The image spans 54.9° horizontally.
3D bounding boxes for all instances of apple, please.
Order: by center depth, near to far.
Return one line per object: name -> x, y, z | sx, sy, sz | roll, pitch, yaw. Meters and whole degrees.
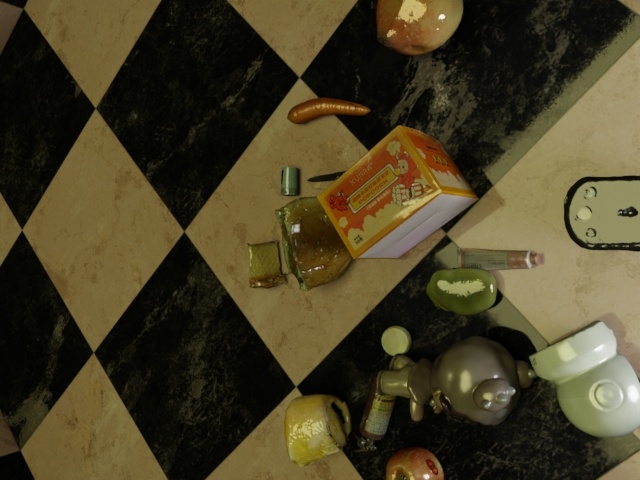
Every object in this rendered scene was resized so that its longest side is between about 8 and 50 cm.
apple -> 0.240, 0.614, 1.605 | 0.147, 0.131, 0.146 | -2, 86, 37

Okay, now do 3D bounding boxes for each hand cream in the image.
hand cream -> 0.439, 0.048, 1.536 | 0.210, 0.043, 0.067 | -3, 94, 37

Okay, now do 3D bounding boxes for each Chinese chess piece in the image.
Chinese chess piece -> 0.208, 0.275, 1.682 | 0.084, 0.034, 0.084 | -1, 88, 30

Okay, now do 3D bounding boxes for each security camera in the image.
security camera -> 0.596, 0.315, 1.346 | 0.195, 0.195, 0.236 | -37, 69, 27

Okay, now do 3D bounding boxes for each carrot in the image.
carrot -> 0.017, -0.384, 1.789 | 0.271, 0.062, 0.066 | -5, 55, 28

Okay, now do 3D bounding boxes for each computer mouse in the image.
computer mouse -> 0.680, -0.059, 1.348 | 0.270, 0.100, 0.170 | 2, 94, 28

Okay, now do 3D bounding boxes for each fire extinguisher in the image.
fire extinguisher -> 0.150, 0.491, 1.710 | 0.075, 0.106, 0.251 | 13, 100, -8

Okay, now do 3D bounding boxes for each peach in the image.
peach -> 0.236, -0.573, 1.558 | 0.233, 0.233, 0.232 | 0, 90, 32

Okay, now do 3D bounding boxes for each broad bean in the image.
broad bean -> 0.355, 0.127, 1.560 | 0.175, 0.082, 0.124 | 9, 104, 31

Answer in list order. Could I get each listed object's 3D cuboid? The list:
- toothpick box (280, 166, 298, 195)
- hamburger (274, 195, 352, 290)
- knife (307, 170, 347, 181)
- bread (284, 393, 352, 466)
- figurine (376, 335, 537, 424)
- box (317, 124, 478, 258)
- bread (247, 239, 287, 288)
toothpick box -> -0.093, -0.177, 1.858 | 0.052, 0.052, 0.083 | 1, 89, 32
hamburger -> 0.000, 0.000, 1.705 | 0.132, 0.211, 0.308 | 47, 157, 45
knife -> 0.030, -0.187, 1.806 | 0.170, 0.010, 0.023 | -5, 82, 34
bread -> -0.015, 0.533, 1.739 | 0.171, 0.197, 0.197 | -17, 81, 24
figurine -> 0.321, 0.339, 1.510 | 0.381, 0.248, 0.203 | -9, 88, 40
box -> 0.195, -0.113, 1.557 | 0.283, 0.260, 0.213 | -40, 68, 25
bread -> -0.196, 0.080, 1.899 | 0.152, 0.127, 0.147 | -13, 83, 48
